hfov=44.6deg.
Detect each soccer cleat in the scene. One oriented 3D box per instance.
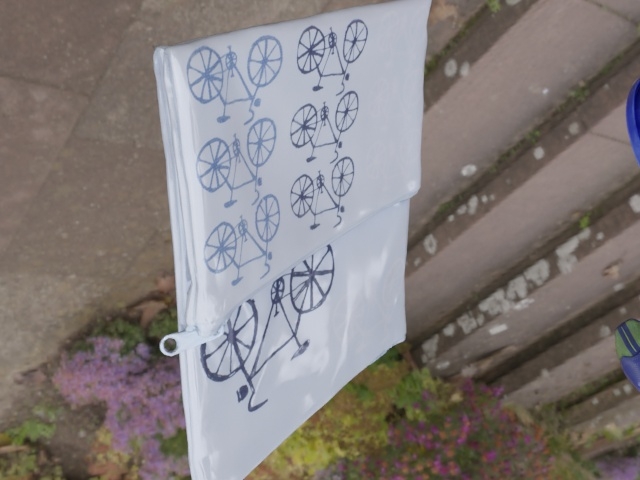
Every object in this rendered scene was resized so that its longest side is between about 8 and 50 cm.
[{"bbox_3d":[0.478,0.167,1.000,0.289,0.121,0.093,22,122,-38],"label":"soccer cleat"}]

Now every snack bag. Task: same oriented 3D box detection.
[{"bbox_3d":[0.000,0.000,0.594,0.323,0.037,0.343,-31,129,-52],"label":"snack bag"}]

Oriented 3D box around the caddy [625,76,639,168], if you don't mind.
[{"bbox_3d":[0.432,-0.088,0.732,0.341,0.241,0.179,-16,163,-37],"label":"caddy"}]
